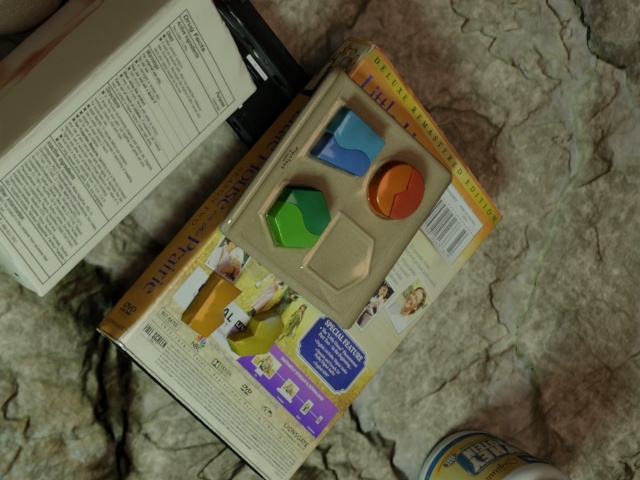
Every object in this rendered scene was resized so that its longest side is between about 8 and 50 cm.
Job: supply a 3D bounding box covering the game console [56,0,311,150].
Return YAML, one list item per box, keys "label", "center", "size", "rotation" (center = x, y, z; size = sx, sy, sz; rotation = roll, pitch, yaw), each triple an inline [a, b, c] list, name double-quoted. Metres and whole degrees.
- label: "game console"
  center: [-0.134, -0.224, 1.477]
  size: [0.213, 0.044, 0.361]
  rotation: [-46, 117, -12]

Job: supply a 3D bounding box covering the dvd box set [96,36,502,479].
- label: "dvd box set"
  center: [-0.008, 0.030, 1.562]
  size: [0.420, 0.062, 0.307]
  rotation: [-51, 129, -11]

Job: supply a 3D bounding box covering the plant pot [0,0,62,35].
- label: "plant pot"
  center: [-0.336, -0.270, 1.261]
  size: [0.230, 0.215, 0.215]
  rotation: [21, 90, -61]

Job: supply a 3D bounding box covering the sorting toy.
- label: "sorting toy"
  center: [0.000, 0.000, 1.490]
  size: [0.229, 0.041, 0.307]
  rotation: [40, 81, -38]

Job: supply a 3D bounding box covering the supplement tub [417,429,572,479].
- label: "supplement tub"
  center: [0.222, 0.321, 1.694]
  size: [0.144, 0.200, 0.144]
  rotation: [-6, 103, -28]

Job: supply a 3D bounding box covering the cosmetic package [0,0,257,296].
- label: "cosmetic package"
  center: [-0.221, -0.113, 1.322]
  size: [0.296, 0.129, 0.153]
  rotation: [-45, 136, -19]
